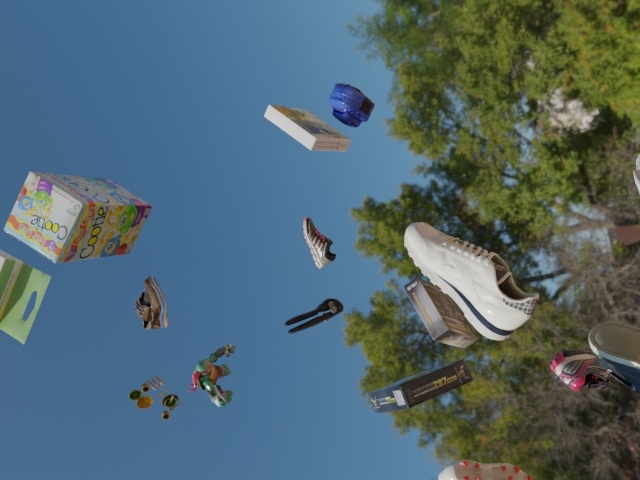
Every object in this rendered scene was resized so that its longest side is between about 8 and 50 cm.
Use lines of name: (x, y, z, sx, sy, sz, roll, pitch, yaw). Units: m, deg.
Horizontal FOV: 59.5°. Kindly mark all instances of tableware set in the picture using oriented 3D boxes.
tableware set: (-0.472, 0.459, 1.604, 0.024, 0.104, 0.154, 49, 169, 54)

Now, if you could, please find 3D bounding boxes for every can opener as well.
can opener: (-0.016, 0.223, 1.634, 0.186, 0.073, 0.059, -26, -104, -23)

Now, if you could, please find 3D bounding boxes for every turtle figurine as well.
turtle figurine: (-0.288, 0.366, 1.529, 0.234, 0.118, 0.175, 91, -173, -63)

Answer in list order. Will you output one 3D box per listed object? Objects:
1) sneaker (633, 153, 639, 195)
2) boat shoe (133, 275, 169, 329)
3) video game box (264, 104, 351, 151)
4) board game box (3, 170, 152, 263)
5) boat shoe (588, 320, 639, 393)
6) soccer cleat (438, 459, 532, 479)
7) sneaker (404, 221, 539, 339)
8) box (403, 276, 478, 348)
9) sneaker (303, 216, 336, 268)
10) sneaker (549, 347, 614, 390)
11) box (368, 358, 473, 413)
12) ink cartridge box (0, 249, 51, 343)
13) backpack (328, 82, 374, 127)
sneaker: (0.891, -0.161, 1.445, 0.210, 0.137, 0.366, 48, -143, -36)
boat shoe: (-0.402, 0.158, 1.322, 0.066, 0.066, 0.183, 51, 151, 36)
video game box: (-0.035, -0.335, 1.680, 0.205, 0.048, 0.187, 39, -156, 25)
board game box: (-0.530, -0.054, 1.259, 0.142, 0.144, 0.275, -61, -9, 9)
boat shoe: (0.696, 0.277, 1.090, 0.127, 0.340, 0.113, -45, -47, -26)
soccer cleat: (0.313, 0.449, 1.046, 0.196, 0.076, 0.068, 19, -127, -17)
sneaker: (0.231, 0.041, 0.873, 0.090, 0.095, 0.235, -22, -121, -42)
box: (0.352, 0.214, 1.629, 0.231, 0.056, 0.183, 22, -146, -52)
sneaker: (0.000, 0.000, 1.750, 0.063, 0.075, 0.170, -59, -51, -73)
sneaker: (0.842, 0.390, 1.684, 0.112, 0.299, 0.121, -117, 26, -51)
box: (0.240, 0.363, 1.383, 0.183, 0.232, 0.059, -16, -104, -19)
ink cartridge box: (-0.749, 0.124, 1.317, 0.056, 0.235, 0.171, 26, -97, -55)
backpack: (0.082, -0.389, 1.608, 0.120, 0.098, 0.101, 30, -97, -50)
